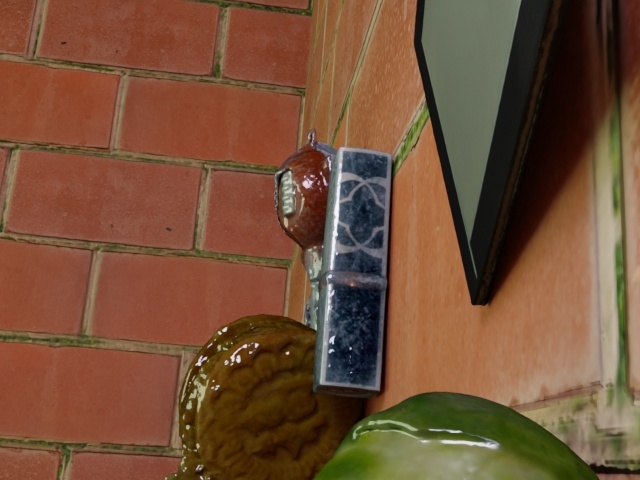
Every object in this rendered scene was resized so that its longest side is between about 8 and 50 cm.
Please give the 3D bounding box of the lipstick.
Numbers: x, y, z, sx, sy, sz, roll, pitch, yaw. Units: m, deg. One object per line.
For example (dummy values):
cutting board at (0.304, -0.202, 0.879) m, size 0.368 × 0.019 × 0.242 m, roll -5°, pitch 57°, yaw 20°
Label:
lipstick at (0.038, 0.032, 0.916) m, size 0.076 × 0.077 × 0.290 m, roll 109°, pitch 166°, yaw -69°

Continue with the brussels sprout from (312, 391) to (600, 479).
brussels sprout at (0.053, 0.157, 0.358) m, size 0.131 × 0.145 × 0.183 m, roll -35°, pitch -38°, yaw -61°

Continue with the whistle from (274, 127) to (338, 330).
whistle at (-0.001, 0.000, 1.171) m, size 0.142 × 0.133 × 0.346 m, roll -13°, pitch 76°, yaw 46°

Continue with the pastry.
pastry at (-0.062, 0.211, 0.977) m, size 0.132 × 0.240 × 0.235 m, roll 26°, pitch 94°, yaw 62°

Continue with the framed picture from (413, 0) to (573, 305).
framed picture at (0.088, -0.154, 0.458) m, size 0.347 × 0.016 × 0.265 m, roll 84°, pitch 180°, yaw -56°
